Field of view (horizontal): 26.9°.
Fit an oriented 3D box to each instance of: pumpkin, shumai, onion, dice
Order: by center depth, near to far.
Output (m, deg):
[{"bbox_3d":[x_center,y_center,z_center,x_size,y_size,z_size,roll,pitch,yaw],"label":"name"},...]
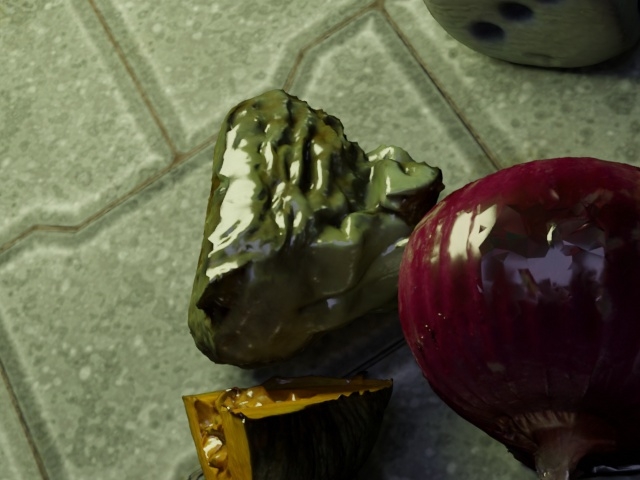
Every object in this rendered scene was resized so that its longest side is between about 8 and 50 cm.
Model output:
[{"bbox_3d":[0.195,0.049,1.000,0.256,0.230,0.272,-27,53,6],"label":"onion"},{"bbox_3d":[-0.005,0.164,1.041,0.163,0.278,0.111,-9,89,-14],"label":"pumpkin"},{"bbox_3d":[-0.002,0.000,1.154,0.218,0.189,0.256,4,56,0],"label":"shumai"},{"bbox_3d":[0.198,-0.278,1.183,0.193,0.192,0.194,10,70,24],"label":"dice"}]
